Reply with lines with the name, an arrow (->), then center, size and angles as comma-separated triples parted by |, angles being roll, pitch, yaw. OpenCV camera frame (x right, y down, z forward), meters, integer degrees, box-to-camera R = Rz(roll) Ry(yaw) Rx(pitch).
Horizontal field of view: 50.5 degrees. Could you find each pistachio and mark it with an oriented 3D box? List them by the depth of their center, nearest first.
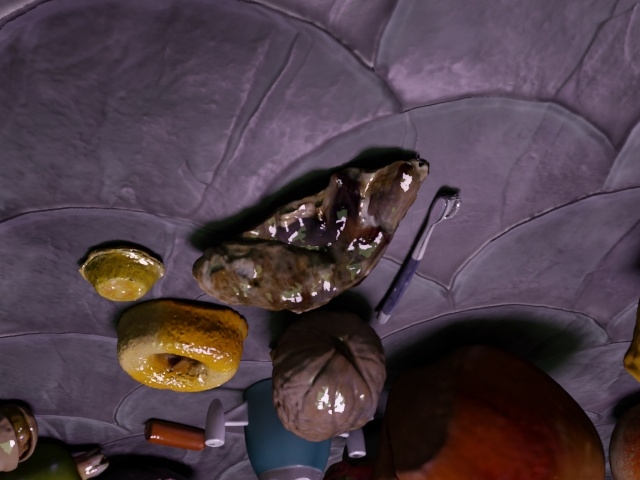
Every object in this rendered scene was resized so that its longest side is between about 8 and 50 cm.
pistachio -> -0.545, 0.339, 1.169 | 0.113, 0.113, 0.149 | 21, 122, -32

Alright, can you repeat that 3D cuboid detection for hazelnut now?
hazelnut -> 0.261, 0.348, 1.085 | 0.372, 0.372, 0.315 | -19, 180, 18

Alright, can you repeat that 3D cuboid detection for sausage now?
sausage -> -0.273, 0.375, 1.299 | 0.131, 0.039, 0.041 | 26, 132, -35

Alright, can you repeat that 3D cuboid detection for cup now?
cup -> -0.055, 0.348, 1.177 | 0.299, 0.173, 0.167 | 12, 142, -23

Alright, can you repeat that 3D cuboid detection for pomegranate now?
pomegranate -> -0.513, 0.466, 1.307 | 0.209, 0.180, 0.180 | -25, 151, -22

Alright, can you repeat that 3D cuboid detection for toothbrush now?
toothbrush -> 0.120, 0.032, 0.886 | 0.026, 0.024, 0.288 | -8, 146, -21

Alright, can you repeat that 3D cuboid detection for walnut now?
walnut -> 0.010, 0.200, 0.978 | 0.178, 0.178, 0.230 | 1, 138, -9

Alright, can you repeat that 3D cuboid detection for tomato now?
tomato -> 0.706, 0.413, 1.333 | 0.270, 0.223, 0.270 | 12, 157, 5

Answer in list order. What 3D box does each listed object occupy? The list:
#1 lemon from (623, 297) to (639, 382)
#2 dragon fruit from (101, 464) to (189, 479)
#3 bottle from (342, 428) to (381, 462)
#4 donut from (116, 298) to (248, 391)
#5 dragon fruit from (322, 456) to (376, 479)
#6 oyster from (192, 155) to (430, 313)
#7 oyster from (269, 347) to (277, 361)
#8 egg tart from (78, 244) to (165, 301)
lemon -> 0.564, 0.125, 0.830 | 0.336, 0.336, 0.336 | -4, 145, -3
dragon fruit -> -0.408, 0.583, 1.456 | 0.221, 0.204, 0.283 | -1, -179, 45
bottle -> 0.225, 0.430, 1.341 | 0.347, 0.168, 0.168 | -22, 142, 18
donut -> -0.198, 0.158, 0.974 | 0.190, 0.075, 0.174 | 26, 135, -36
dragon fruit -> 0.074, 0.478, 1.225 | 0.172, 0.166, 0.160 | -44, 136, 12
oyster -> -0.004, 0.000, 0.774 | 0.166, 0.094, 0.294 | 31, 125, -29
oyster -> -0.064, 0.202, 1.064 | 0.038, 0.081, 0.083 | 11, 111, 15
egg tart -> -0.245, 0.046, 0.842 | 0.105, 0.039, 0.105 | -4, 147, -3
